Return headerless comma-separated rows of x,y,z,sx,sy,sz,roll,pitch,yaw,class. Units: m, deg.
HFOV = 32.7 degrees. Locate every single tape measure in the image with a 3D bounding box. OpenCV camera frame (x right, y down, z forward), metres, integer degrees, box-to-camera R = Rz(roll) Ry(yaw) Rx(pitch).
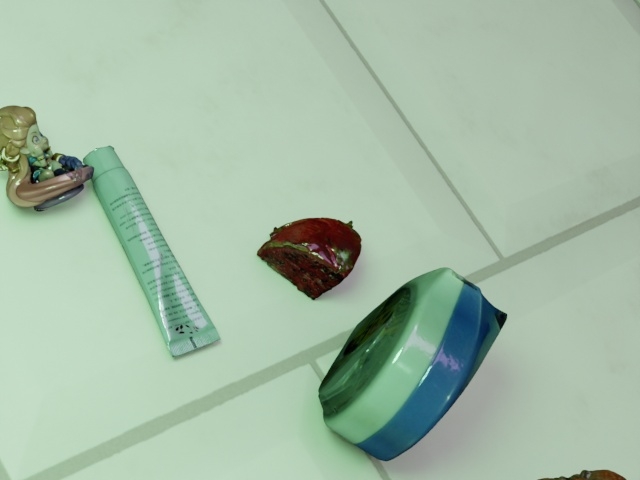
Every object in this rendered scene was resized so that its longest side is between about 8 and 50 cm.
0.112,0.179,1.556,0.138,0.259,0.262,39,50,-2,tape measure

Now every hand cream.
-0.249,0.010,1.570,0.085,0.058,0.331,-16,68,-42,hand cream

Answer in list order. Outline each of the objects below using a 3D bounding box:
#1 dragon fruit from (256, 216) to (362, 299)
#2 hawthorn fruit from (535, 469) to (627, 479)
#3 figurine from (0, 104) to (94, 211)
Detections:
-0.002,-0.001,1.702,0.120,0.127,0.161,43,46,-10,dragon fruit
0.379,0.465,1.563,0.210,0.210,0.262,2,71,-32,hawthorn fruit
-0.403,-0.109,1.515,0.157,0.114,0.126,45,28,-19,figurine
